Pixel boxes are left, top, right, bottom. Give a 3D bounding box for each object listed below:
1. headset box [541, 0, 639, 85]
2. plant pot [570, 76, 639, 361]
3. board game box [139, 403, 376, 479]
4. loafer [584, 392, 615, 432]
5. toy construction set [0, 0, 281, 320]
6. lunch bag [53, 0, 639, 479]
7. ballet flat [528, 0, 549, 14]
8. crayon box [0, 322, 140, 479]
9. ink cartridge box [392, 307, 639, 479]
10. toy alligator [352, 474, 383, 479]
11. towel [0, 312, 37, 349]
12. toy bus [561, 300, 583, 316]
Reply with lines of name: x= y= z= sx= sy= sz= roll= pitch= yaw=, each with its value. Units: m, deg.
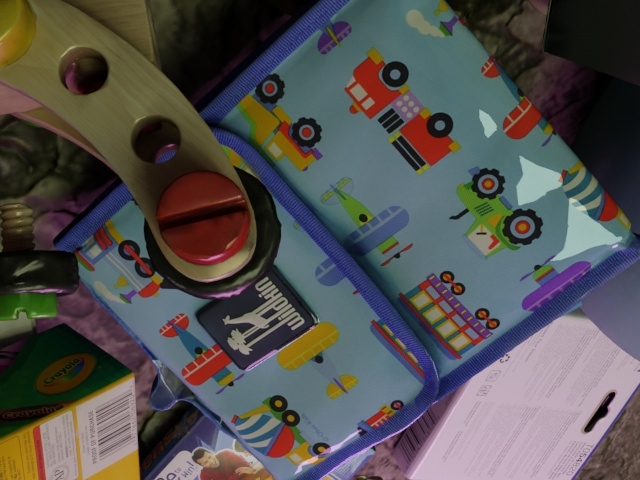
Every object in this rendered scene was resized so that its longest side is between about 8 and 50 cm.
headset box: x=0.300 y=-0.176 z=0.589 sx=0.283 sy=0.246 sz=0.131 roll=-41 pitch=146 yaw=-36
plant pot: x=0.323 y=-0.028 z=0.797 sx=0.293 sy=0.293 sz=0.235 roll=3 pitch=138 yaw=-41
board game box: x=-0.072 y=0.198 z=0.817 sx=0.136 sy=0.035 sz=0.201 roll=40 pitch=98 yaw=-20
loafer: x=0.332 y=0.117 z=1.088 sx=0.078 sy=0.076 sz=0.223 roll=3 pitch=120 yaw=-32
toy construction set: x=-0.164 y=-0.088 z=0.401 sx=0.257 sy=0.237 sz=0.309 roll=-6 pitch=175 yaw=21
lunch bag: x=0.000 y=0.000 z=0.613 sx=0.293 sy=0.138 sz=0.221 roll=-41 pitch=102 yaw=12
ballet flat: x=0.123 y=-0.249 z=0.590 sx=0.086 sy=0.086 sz=0.248 roll=-19 pitch=135 yaw=-25
crayon box: x=-0.199 y=0.212 z=0.637 sx=0.165 sy=0.081 sz=0.278 roll=-24 pitch=127 yaw=-41
ink cartridge box: x=0.215 y=0.155 z=1.022 sx=0.224 sy=0.045 sz=0.223 roll=12 pitch=118 yaw=-31
toy alligator: x=-0.016 y=0.210 z=0.914 sx=0.189 sy=0.056 sz=0.051 roll=0 pitch=85 yaw=-39
towel: x=-0.235 y=0.095 z=0.652 sx=0.113 sy=0.023 sz=0.152 roll=-18 pitch=138 yaw=-23
toy bus: x=0.088 y=0.009 z=0.762 sx=0.191 sy=0.202 sz=0.104 roll=-40 pitch=111 yaw=9
